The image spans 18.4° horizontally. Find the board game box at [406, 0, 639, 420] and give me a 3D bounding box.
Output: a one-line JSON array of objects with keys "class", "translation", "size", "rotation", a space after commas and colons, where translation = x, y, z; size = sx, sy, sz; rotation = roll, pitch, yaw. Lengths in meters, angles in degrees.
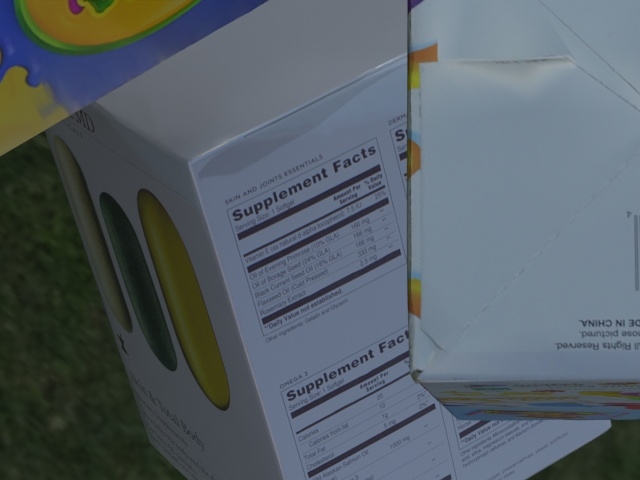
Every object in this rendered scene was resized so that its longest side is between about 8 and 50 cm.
[{"class": "board game box", "translation": [0.108, -0.015, 0.657], "size": [0.275, 0.144, 0.142], "rotation": [53, 37, -81]}]

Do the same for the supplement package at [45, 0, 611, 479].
[{"class": "supplement package", "translation": [0.000, 0.000, 1.037], "size": [0.198, 0.199, 0.263], "rotation": [-27, 123, -21]}]

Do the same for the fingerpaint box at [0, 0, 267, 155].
[{"class": "fingerpaint box", "translation": [-0.264, -0.158, 0.627], "size": [0.445, 0.163, 0.371], "rotation": [-32, 122, -8]}]
